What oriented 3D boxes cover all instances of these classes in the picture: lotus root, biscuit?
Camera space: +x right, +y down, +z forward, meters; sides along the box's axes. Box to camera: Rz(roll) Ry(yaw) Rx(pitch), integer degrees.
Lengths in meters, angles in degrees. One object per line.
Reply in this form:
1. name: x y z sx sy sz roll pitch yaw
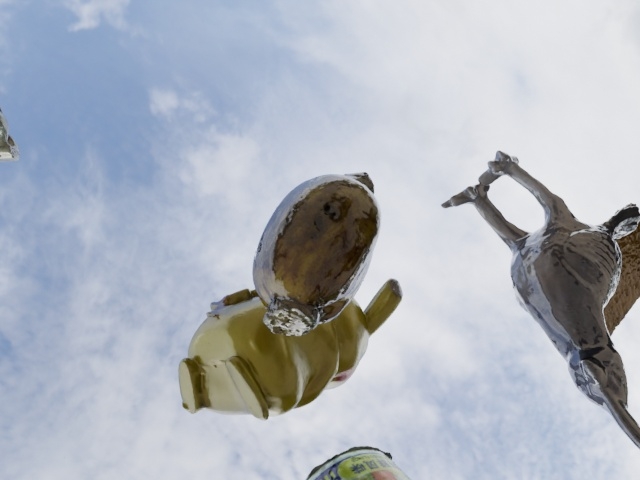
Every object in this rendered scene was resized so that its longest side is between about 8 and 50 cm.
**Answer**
1. lotus root: 0.000 0.000 0.497 0.120 0.120 0.209 35 -126 -10
2. biscuit: 0.417 0.057 0.720 0.237 0.026 0.131 -36 -76 -24

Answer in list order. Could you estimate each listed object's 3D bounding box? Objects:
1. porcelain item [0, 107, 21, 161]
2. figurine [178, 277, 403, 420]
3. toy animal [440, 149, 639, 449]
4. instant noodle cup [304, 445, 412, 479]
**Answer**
1. porcelain item: -0.212 -0.096 0.294 0.021 0.136 0.075 -6 -91 -16
2. figurine: -0.044 0.137 0.694 0.327 0.218 0.169 0 -96 -54
3. toy animal: 0.218 0.003 0.461 0.206 0.081 0.367 41 -142 4
4. instant noodle cup: 0.100 0.453 0.641 0.284 0.312 0.284 -10 -66 -24
